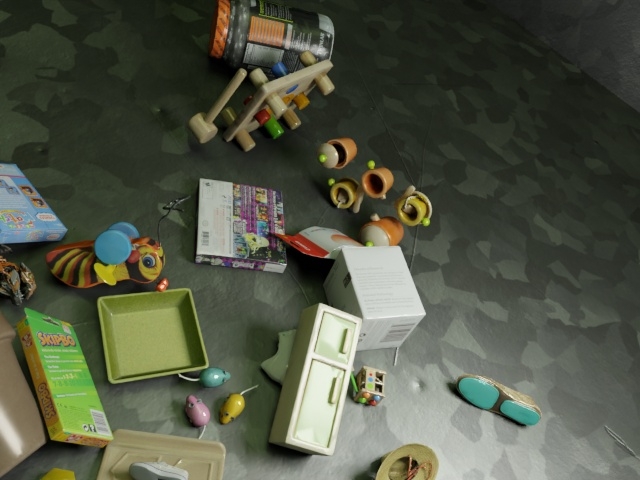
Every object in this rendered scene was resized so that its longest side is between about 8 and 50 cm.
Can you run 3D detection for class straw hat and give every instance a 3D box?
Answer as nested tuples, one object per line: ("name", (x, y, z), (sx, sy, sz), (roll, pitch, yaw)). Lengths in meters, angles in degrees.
("straw hat", (0.155, 0.442, 1.233), (0.144, 0.145, 0.061), (-3, 16, -24))

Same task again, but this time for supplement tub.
("supplement tub", (-0.147, -0.588, 1.852), (0.337, 0.207, 0.207), (8, 51, -17))

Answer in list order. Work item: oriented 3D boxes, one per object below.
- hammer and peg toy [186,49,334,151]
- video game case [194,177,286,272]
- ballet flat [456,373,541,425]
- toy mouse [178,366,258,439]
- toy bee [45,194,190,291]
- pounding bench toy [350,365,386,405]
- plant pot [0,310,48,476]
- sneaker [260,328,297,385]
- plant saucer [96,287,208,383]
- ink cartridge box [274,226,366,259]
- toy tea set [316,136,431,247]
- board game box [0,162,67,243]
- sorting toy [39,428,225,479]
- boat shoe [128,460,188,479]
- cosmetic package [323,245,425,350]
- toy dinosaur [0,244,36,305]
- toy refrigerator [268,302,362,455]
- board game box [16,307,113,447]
("hammer and peg toy", (-0.144, -0.343, 1.620), (0.361, 0.266, 0.127), (-33, 89, -39))
("video game case", (-0.190, -0.037, 1.497), (0.210, 0.042, 0.232), (7, 51, -18))
("ballet flat", (0.396, 0.350, 1.421), (0.206, 0.073, 0.067), (29, 20, -2))
("toy mouse", (-0.210, 0.294, 1.196), (0.143, 0.031, 0.161), (44, 61, -12))
("toy bee", (-0.383, 0.043, 1.264), (0.162, 0.298, 0.195), (69, 23, -13))
("pounding bench toy", (0.090, 0.305, 1.327), (0.083, 0.052, 0.065), (17, 49, -9))
("plant pot", (-0.558, 0.271, 0.982), (0.263, 0.263, 0.229), (-37, 90, -39))
("sneaker", (-0.043, 0.210, 1.339), (0.094, 0.080, 0.212), (27, 49, 19))
("plant saucer", (-0.334, 0.192, 1.249), (0.188, 0.045, 0.188), (-4, 54, -25))
("ink cartridge box", (0.000, 0.000, 1.471), (0.179, 0.045, 0.145), (13, 12, -37))
("toy tea set", (0.102, -0.102, 1.567), (0.336, 0.200, 0.124), (43, 41, 13))
("board game box", (-0.647, -0.081, 1.298), (0.211, 0.039, 0.160), (45, 20, 17))
("sorting toy", (-0.326, 0.437, 1.064), (0.307, 0.041, 0.229), (10, 47, -7))
("boat shoe", (-0.273, 0.392, 1.071), (0.100, 0.035, 0.035), (12, 19, 1))
("cosmetic package", (0.115, 0.129, 1.414), (0.151, 0.151, 0.184), (-2, 53, -22))
("toy dinosaur", (-0.706, 0.040, 1.170), (0.321, 0.164, 0.218), (15, 35, 1))
("toy refrigerator", (-0.006, 0.268, 1.225), (0.102, 0.094, 0.270), (23, 65, -19))
("board game box", (-0.451, 0.237, 1.105), (0.039, 0.124, 0.259), (-35, 58, 5))
